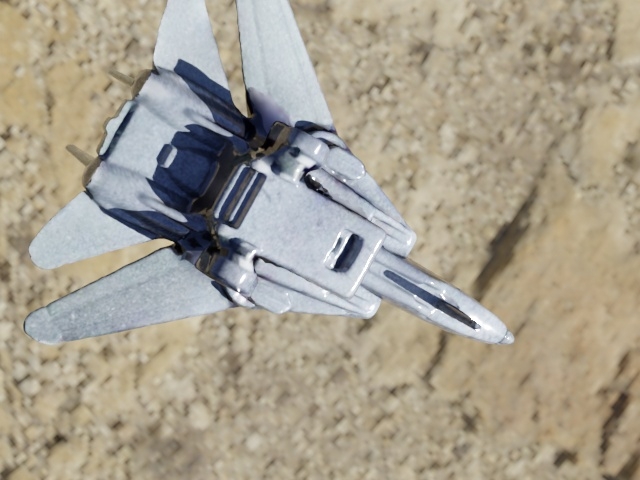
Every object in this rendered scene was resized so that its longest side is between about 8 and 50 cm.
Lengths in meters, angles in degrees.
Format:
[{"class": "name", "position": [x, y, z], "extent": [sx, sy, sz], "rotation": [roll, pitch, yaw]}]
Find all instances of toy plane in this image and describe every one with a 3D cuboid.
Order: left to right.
[{"class": "toy plane", "position": [0.004, 0.003, 0.778], "extent": [0.267, 0.088, 0.212], "rotation": [29, 92, -23]}]
